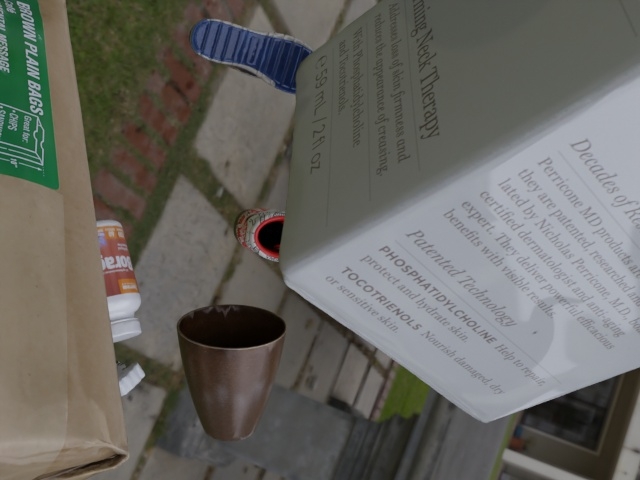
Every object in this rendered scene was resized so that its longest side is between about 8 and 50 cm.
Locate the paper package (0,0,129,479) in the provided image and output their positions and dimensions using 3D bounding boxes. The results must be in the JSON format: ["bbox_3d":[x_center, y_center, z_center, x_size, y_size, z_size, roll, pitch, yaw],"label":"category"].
[{"bbox_3d":[-0.281,0.025,0.473,0.168,0.309,0.325,15,52,-48],"label":"paper package"}]

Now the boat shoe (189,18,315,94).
[{"bbox_3d":[-0.075,-0.236,0.992,0.066,0.183,0.066,-67,-159,10],"label":"boat shoe"}]

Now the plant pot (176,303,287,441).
[{"bbox_3d":[-0.180,0.274,1.579,0.215,0.215,0.230,-31,128,-60],"label":"plant pot"}]

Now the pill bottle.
[{"bbox_3d":[-0.404,0.080,1.464,0.121,0.121,0.216,6,65,-69],"label":"pill bottle"}]

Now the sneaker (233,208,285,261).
[{"bbox_3d":[-0.001,0.001,1.287,0.145,0.270,0.090,-157,-105,-73],"label":"sneaker"}]

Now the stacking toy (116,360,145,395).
[{"bbox_3d":[-0.286,0.125,0.753,0.221,0.052,0.167,-46,118,-43],"label":"stacking toy"}]

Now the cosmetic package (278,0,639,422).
[{"bbox_3d":[0.217,-0.086,0.759,0.327,0.394,0.329,38,36,-32],"label":"cosmetic package"}]
